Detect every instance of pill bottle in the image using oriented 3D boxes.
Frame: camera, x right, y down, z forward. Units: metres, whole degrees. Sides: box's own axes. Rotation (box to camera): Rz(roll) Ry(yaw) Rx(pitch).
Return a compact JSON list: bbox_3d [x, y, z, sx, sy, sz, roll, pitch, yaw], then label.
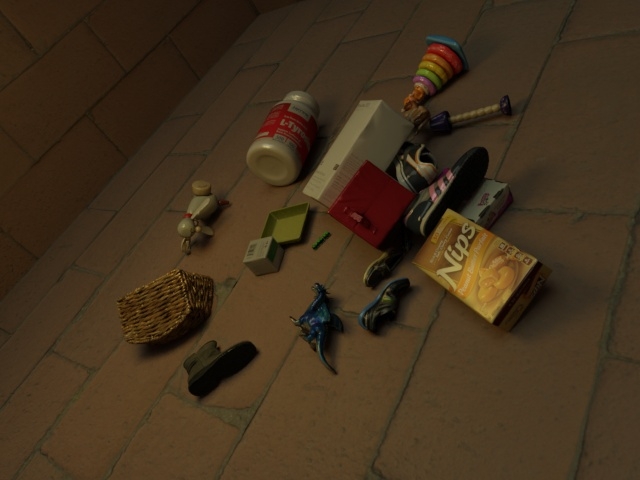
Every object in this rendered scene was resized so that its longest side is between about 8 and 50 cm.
[{"bbox_3d":[-0.142,-0.447,2.194,0.229,0.229,0.407,-7,46,33],"label":"pill bottle"}]

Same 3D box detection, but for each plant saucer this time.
[{"bbox_3d":[-0.127,-0.047,1.911,0.188,0.045,0.188,-12,44,28],"label":"plant saucer"}]

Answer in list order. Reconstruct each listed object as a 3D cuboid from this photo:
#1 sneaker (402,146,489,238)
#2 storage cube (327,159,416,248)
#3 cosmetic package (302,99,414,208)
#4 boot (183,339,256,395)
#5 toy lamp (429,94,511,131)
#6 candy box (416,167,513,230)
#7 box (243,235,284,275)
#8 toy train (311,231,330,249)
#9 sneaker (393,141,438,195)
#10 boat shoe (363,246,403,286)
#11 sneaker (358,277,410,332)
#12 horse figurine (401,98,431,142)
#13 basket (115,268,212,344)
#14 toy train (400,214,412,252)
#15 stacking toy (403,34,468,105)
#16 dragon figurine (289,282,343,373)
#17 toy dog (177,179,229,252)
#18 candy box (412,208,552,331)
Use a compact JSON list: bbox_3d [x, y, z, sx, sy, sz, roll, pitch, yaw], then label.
[{"bbox_3d":[0.353,-0.151,1.480,0.319,0.112,0.131,-50,36,-11],"label":"sneaker"},{"bbox_3d":[0.154,-0.103,1.553,0.193,0.184,0.215,-54,-4,1],"label":"storage cube"},{"bbox_3d":[0.123,-0.275,1.744,0.384,0.156,0.217,-59,20,2],"label":"cosmetic package"},{"bbox_3d":[-0.326,0.359,1.613,0.247,0.083,0.161,-35,32,-1],"label":"boot"},{"bbox_3d":[0.521,-0.438,1.803,0.275,0.080,0.080,-9,45,27],"label":"toy lamp"},{"bbox_3d":[0.427,-0.119,1.539,0.159,0.071,0.233,-48,38,-12],"label":"candy box"},{"bbox_3d":[-0.201,0.056,1.824,0.102,0.087,0.101,-11,44,27],"label":"box"},{"bbox_3d":[0.000,0.000,1.788,0.083,0.017,0.024,-45,28,-11],"label":"toy train"},{"bbox_3d":[0.314,-0.257,1.702,0.128,0.126,0.321,-36,27,19],"label":"sneaker"},{"bbox_3d":[0.186,0.080,1.528,0.152,0.056,0.049,-50,34,-17],"label":"boat shoe"},{"bbox_3d":[0.187,0.180,1.428,0.078,0.067,0.188,36,73,29],"label":"sneaker"},{"bbox_3d":[0.338,-0.442,1.895,0.174,0.066,0.263,-50,16,2],"label":"horse figurine"},{"bbox_3d":[-0.539,0.260,1.866,0.300,0.223,0.213,-26,72,12],"label":"basket"},{"bbox_3d":[0.267,-0.023,1.600,0.036,0.027,0.158,-9,44,16],"label":"toy train"},{"bbox_3d":[0.433,-0.643,2.047,0.175,0.166,0.301,33,85,38],"label":"stacking toy"},{"bbox_3d":[0.007,0.235,1.476,0.144,0.085,0.289,-37,36,-1],"label":"dragon figurine"},{"bbox_3d":[-0.483,-0.111,2.166,0.161,0.220,0.333,4,54,0],"label":"toy dog"},{"bbox_3d":[0.397,0.065,1.311,0.182,0.088,0.316,-57,38,8],"label":"candy box"}]
